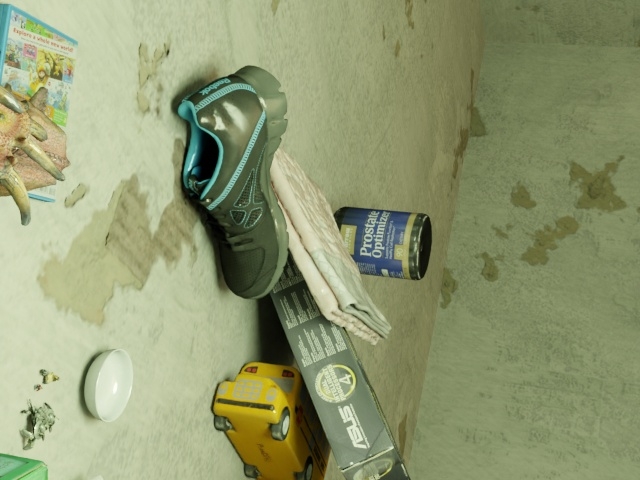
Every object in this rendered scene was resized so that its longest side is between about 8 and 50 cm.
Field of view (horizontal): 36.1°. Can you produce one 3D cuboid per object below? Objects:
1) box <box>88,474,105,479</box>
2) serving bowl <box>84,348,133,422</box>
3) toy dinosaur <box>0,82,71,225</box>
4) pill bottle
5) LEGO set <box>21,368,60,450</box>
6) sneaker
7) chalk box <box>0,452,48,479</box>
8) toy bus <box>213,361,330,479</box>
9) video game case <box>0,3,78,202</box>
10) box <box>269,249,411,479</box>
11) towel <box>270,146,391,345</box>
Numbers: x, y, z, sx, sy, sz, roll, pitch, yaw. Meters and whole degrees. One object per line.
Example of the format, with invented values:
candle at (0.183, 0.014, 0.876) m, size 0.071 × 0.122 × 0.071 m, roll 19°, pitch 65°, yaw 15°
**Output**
box at (-0.192, 0.448, 1.093) m, size 0.058 × 0.232 × 0.322 m, roll -22°, pitch 128°, yaw -21°
serving bowl at (-0.245, 0.163, 1.116) m, size 0.083 × 0.027 × 0.083 m, roll 5°, pitch 90°, yaw -72°
toy dinosaur at (-0.252, -0.076, 0.735) m, size 0.295 × 0.200 × 0.127 m, roll -14°, pitch 109°, yaw -72°
pill bottle at (0.085, 0.002, 1.787) m, size 0.123 × 0.219 × 0.123 m, roll 5°, pitch 90°, yaw -73°
LEGO set at (-0.283, 0.175, 1.008) m, size 0.054 × 0.023 × 0.083 m, roll 17°, pitch 80°, yaw -72°
sneaker at (-0.128, -0.062, 1.325) m, size 0.139 × 0.125 × 0.341 m, roll -26°, pitch 127°, yaw -38°
chalk box at (-0.311, 0.243, 0.686) m, size 0.180 × 0.179 × 0.289 m, roll -25°, pitch 119°, yaw -70°
toy bus at (-0.070, 0.302, 1.580) m, size 0.333 × 0.108 × 0.130 m, roll 72°, pitch 29°, yaw -52°
video game case at (-0.279, -0.127, 0.938) m, size 0.119 × 0.015 × 0.166 m, roll 19°, pitch 77°, yaw -71°
box at (0.034, 0.238, 1.582) m, size 0.318 × 0.097 × 0.395 m, roll 71°, pitch -5°, yaw -56°
towel at (0.000, 0.000, 1.538) m, size 0.317 × 0.053 × 0.332 m, roll 63°, pitch 7°, yaw 18°
